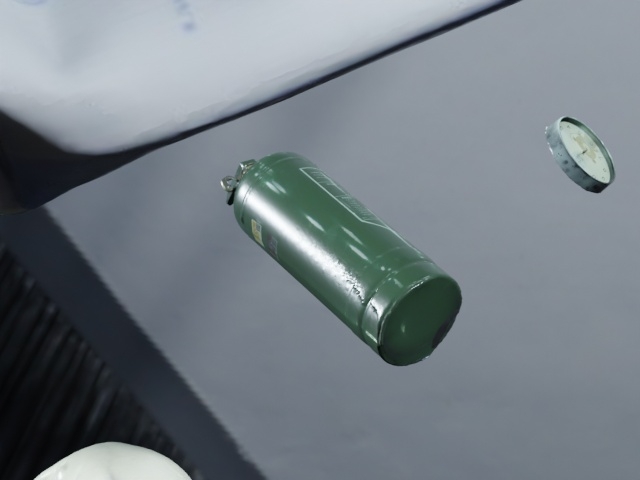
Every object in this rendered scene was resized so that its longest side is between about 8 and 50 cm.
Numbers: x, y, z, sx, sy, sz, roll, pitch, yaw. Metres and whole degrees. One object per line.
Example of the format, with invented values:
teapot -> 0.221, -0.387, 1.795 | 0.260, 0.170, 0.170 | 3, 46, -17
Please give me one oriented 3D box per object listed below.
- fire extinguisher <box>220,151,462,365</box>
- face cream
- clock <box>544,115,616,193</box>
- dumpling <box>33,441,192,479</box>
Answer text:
fire extinguisher -> 0.000, 0.000, 1.262 | 0.311, 0.095, 0.114 | 42, 142, 41
face cream -> -0.037, -0.142, 0.591 | 0.420, 0.234, 0.137 | -23, 137, 0
clock -> 0.255, -0.085, 1.328 | 0.085, 0.085, 0.017 | 37, 126, -17
dumpling -> -0.097, 0.174, 0.802 | 0.134, 0.099, 0.169 | 19, 153, -29
